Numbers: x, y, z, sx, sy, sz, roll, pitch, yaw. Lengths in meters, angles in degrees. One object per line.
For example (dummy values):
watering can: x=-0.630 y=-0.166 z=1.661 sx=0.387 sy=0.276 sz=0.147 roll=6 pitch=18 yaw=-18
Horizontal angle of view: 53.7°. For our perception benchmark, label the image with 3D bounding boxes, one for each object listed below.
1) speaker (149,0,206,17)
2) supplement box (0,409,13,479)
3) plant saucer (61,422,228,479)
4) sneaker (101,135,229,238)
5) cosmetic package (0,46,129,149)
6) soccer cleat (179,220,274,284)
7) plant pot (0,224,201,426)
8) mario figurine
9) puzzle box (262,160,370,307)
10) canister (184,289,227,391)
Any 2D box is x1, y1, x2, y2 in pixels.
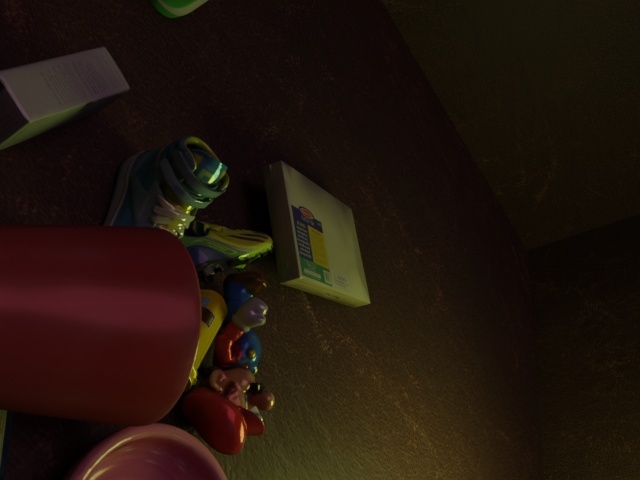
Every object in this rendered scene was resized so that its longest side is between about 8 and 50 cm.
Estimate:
speaker: x=-0.230 y=-0.583 z=1.311 sx=0.131 sy=0.296 sz=0.131 roll=37 pitch=42 yaw=-43
supplement box: x=-0.413 y=0.235 z=0.728 sx=0.083 sy=0.056 sz=0.083 roll=28 pitch=49 yaw=-49
plant saucer: x=-0.245 y=0.423 z=0.859 sx=0.332 sy=0.084 sz=0.332 roll=38 pitch=41 yaw=-43
sneaker: x=-0.247 y=-0.040 z=1.026 sx=0.127 sy=0.208 sz=0.319 roll=33 pitch=46 yaw=-47
cosmetic package: x=-0.412 y=-0.217 z=0.960 sx=0.086 sy=0.117 sz=0.231 roll=59 pitch=32 yaw=-13
soccer cleat: x=-0.185 y=0.004 z=1.220 sx=0.121 sy=0.093 sz=0.289 roll=59 pitch=27 yaw=6
plant pot: x=-0.325 y=0.097 z=0.785 sx=0.243 sy=0.275 sz=0.275 roll=11 pitch=61 yaw=-44
mario figurine: x=-0.123 y=0.218 z=1.109 sx=0.198 sy=0.170 sz=0.321 roll=46 pitch=35 yaw=-37
puzzle box: x=0.000 y=0.000 z=1.504 sx=0.409 sy=0.052 sz=0.272 roll=28 pitch=49 yaw=-61
canister: x=-0.232 y=0.155 z=1.010 sx=0.170 sy=0.126 sz=0.073 roll=-68 pitch=148 yaw=-53
